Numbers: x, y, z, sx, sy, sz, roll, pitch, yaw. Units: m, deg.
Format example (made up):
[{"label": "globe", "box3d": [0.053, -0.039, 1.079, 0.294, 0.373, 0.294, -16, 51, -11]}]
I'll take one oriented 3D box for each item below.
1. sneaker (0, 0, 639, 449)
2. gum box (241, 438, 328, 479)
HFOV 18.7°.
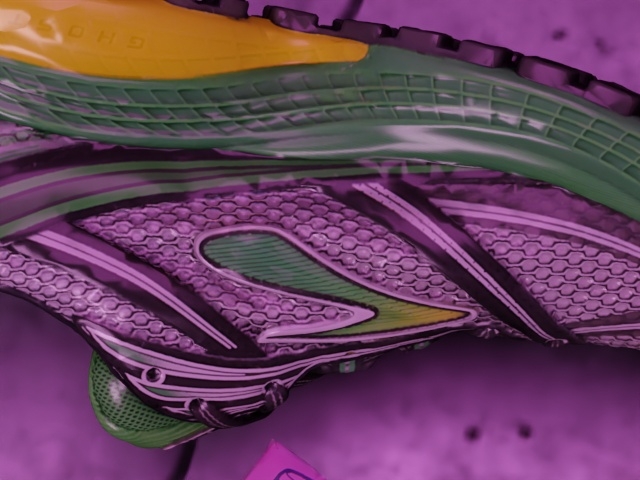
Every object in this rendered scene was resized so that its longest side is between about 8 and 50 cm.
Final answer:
[{"label": "sneaker", "box3d": [0.000, 0.000, 0.636, 0.343, 0.134, 0.146, 10, 94, 1]}, {"label": "gum box", "box3d": [0.023, 0.166, 0.597, 0.188, 0.062, 0.107, 39, 76, 11]}]
